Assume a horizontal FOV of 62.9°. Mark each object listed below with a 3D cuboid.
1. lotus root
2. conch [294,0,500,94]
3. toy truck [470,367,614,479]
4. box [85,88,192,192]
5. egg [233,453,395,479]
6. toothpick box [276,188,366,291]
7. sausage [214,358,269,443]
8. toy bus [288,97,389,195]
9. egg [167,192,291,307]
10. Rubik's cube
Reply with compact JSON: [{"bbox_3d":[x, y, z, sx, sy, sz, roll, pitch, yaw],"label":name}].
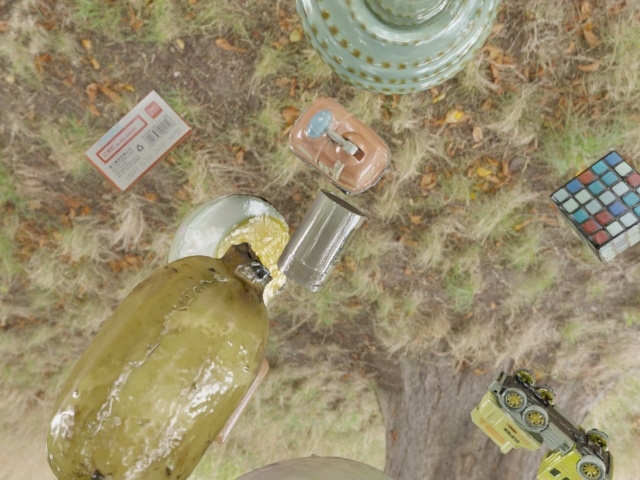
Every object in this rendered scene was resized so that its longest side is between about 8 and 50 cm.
[{"bbox_3d":[-0.144,0.120,0.516,0.146,0.284,0.160,26,158,21],"label":"lotus root"},{"bbox_3d":[0.101,-0.317,0.544,0.303,0.319,0.215,-35,130,20],"label":"conch"},{"bbox_3d":[0.451,0.406,1.089,0.272,0.124,0.157,42,120,17],"label":"toy truck"},{"bbox_3d":[-0.424,-0.227,1.220,0.123,0.229,0.050,46,178,-10],"label":"box"},{"bbox_3d":[-0.004,0.403,0.583,0.355,0.340,0.354,5,107,18],"label":"egg"},{"bbox_3d":[0.000,0.000,1.048,0.111,0.111,0.180,30,104,-5],"label":"toothpick box"},{"bbox_3d":[-0.258,0.482,1.616,0.086,0.289,0.086,29,160,11],"label":"sausage"},{"bbox_3d":[0.047,-0.258,1.412,0.288,0.232,0.194,40,96,4],"label":"toy bus"},{"bbox_3d":[-0.239,0.033,1.267,0.201,0.337,0.337,22,148,48],"label":"egg"},{"bbox_3d":[0.709,-0.079,1.289,0.187,0.182,0.184,-39,151,16],"label":"Rubik's cube"}]
